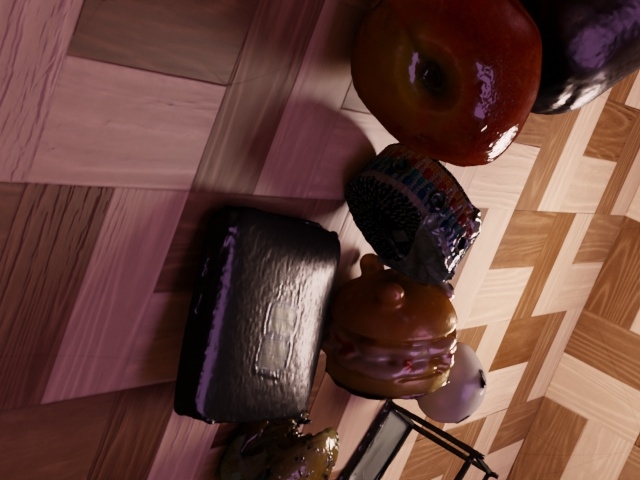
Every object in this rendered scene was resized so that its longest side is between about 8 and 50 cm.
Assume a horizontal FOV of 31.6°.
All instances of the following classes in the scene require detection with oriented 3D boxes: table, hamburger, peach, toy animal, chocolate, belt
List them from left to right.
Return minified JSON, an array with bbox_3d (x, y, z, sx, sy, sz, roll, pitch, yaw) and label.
[{"bbox_3d":[-0.092,0.433,2.120,0.288,0.168,0.192,-54,154,-14],"label":"hamburger"},{"bbox_3d":[0.139,0.159,2.194,0.276,0.276,0.236,-20,118,-52],"label":"hamburger"},{"bbox_3d":[0.210,0.604,2.676,0.335,0.272,0.222,-56,152,-11],"label":"table"},{"bbox_3d":[0.172,-0.045,2.068,0.150,0.207,0.257,-44,106,-28],"label":"belt"},{"bbox_3d":[0.261,0.307,2.553,0.165,0.235,0.187,-17,129,-62],"label":"toy animal"},{"bbox_3d":[0.214,-0.293,1.862,0.290,0.372,0.373,-37,164,27],"label":"peach"},{"bbox_3d":[0.439,-0.400,2.117,0.331,0.384,0.383,-44,149,-9],"label":"chocolate"}]

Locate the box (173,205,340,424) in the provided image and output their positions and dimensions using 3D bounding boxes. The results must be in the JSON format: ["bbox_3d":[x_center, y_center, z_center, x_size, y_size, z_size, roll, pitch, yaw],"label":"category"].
[{"bbox_3d":[-0.098,0.126,1.862,0.359,0.091,0.350,12,89,-61],"label":"box"}]

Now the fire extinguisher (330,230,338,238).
[{"bbox_3d":[0.000,0.000,2.049,0.083,0.022,0.028,-22,95,-50],"label":"fire extinguisher"}]
